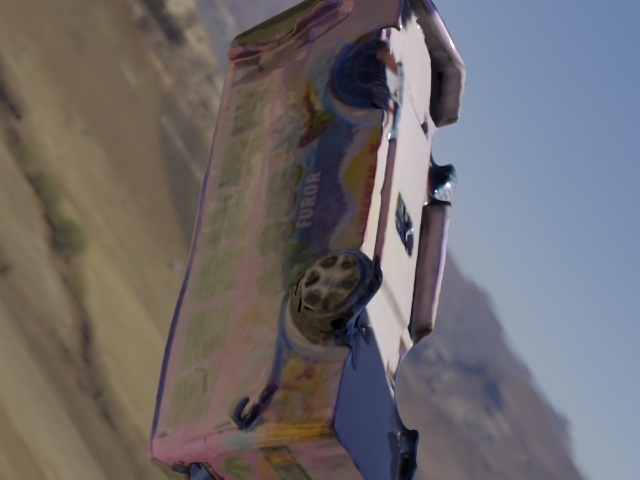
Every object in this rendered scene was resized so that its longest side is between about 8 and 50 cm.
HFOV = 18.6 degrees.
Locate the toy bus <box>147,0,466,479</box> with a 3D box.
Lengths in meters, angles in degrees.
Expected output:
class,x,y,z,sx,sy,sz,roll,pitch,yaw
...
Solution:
class,x,y,z,sx,sy,sz,roll,pitch,yaw
toy bus,0.000,0.000,0.898,0.090,0.112,0.274,55,34,-42
